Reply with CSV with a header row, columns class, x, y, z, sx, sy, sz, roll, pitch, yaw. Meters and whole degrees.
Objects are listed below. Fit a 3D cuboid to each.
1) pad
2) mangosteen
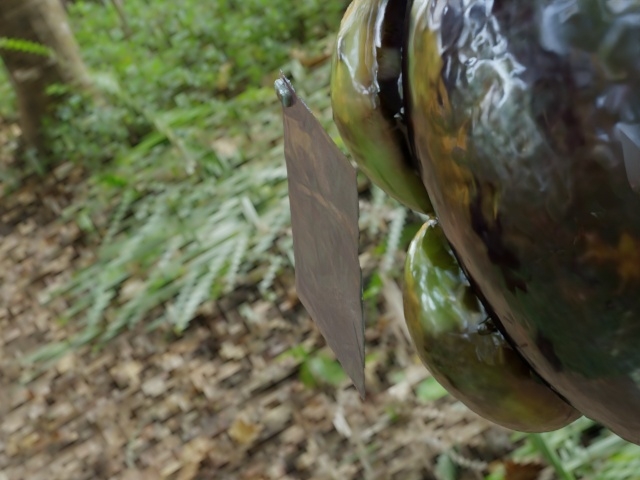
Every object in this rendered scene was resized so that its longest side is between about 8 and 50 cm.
class,x,y,z,sx,sy,sz,roll,pitch,yaw
pad,0.000,0.000,0.963,0.006,0.187,0.113,-19,44,-16
mangosteen,0.092,-0.018,0.417,0.217,0.192,0.192,-39,5,38
